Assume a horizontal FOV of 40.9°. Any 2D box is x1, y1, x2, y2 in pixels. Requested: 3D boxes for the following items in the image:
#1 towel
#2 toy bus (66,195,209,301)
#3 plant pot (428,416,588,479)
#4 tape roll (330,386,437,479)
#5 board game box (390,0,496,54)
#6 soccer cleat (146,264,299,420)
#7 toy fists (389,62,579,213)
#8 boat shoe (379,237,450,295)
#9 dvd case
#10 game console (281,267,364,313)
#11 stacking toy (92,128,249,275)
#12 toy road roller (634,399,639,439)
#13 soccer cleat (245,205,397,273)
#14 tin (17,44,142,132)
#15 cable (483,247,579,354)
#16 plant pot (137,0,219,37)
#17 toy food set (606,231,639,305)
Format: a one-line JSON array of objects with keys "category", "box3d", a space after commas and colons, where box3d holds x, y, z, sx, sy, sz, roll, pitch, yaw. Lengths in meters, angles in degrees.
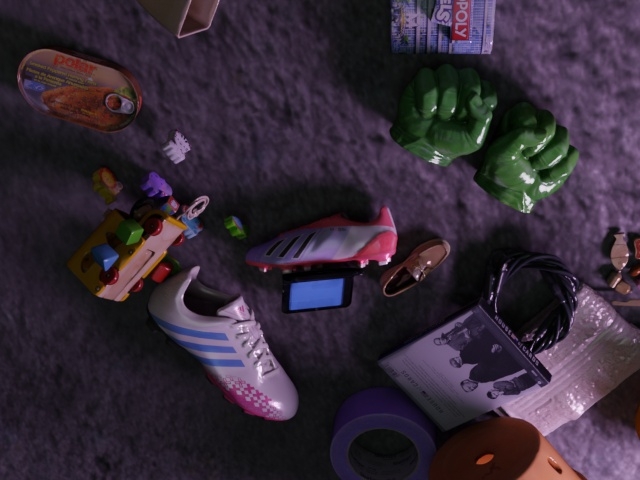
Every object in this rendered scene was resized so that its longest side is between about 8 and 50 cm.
[{"category": "towel", "box3d": [0.398, 0.210, 1.448, 0.187, 0.049, 0.282, 38, 114, -13]}, {"category": "toy bus", "box3d": [-0.296, -0.003, 1.331, 0.104, 0.202, 0.191, 42, 135, 17]}, {"category": "plant pot", "box3d": [0.312, 0.436, 1.442, 0.290, 0.291, 0.204, -23, 108, 16]}, {"category": "tape roll", "box3d": [0.113, 0.361, 1.537, 0.188, 0.080, 0.189, 2, 117, 4]}, {"category": "board game box", "box3d": [0.193, -0.349, 1.184, 0.194, 0.060, 0.194, 1, 116, 7]}, {"category": "soccer cleat", "box3d": [-0.142, 0.177, 1.450, 0.331, 0.116, 0.143, 41, 117, -13]}, {"category": "toy fists", "box3d": [0.244, -0.154, 1.257, 0.279, 0.096, 0.142, 28, 115, -6]}, {"category": "boat shoe", "box3d": [0.154, 0.048, 1.395, 0.135, 0.045, 0.050, -39, 107, 22]}, {"category": "dvd case", "box3d": [0.235, 0.213, 1.431, 0.179, 0.029, 0.238, 47, 130, -8]}, {"category": "game console", "box3d": [0.003, 0.084, 1.397, 0.122, 0.107, 0.071, -6, 92, -14]}, {"category": "stacking toy", "box3d": [-0.237, -0.057, 1.383, 0.166, 0.052, 0.221, -25, 117, 25]}, {"category": "toy road roller", "box3d": [0.683, 0.313, 1.392, 0.329, 0.203, 0.241, 8, 129, 8]}, {"category": "soccer cleat", "box3d": [0.000, 0.000, 1.379, 0.247, 0.083, 0.095, -4, 91, 12]}, {"category": "tin", "box3d": [-0.367, -0.234, 1.317, 0.189, 0.040, 0.106, 18, 121, -3]}, {"category": "cable", "box3d": [0.336, 0.104, 1.384, 0.150, 0.047, 0.185, 6, 105, 17]}, {"category": "plant pot", "box3d": [-0.200, -0.360, 1.202, 0.096, 0.109, 0.109, 28, 116, 6]}, {"category": "toy food set", "box3d": [0.498, 0.044, 1.372, 0.077, 0.019, 0.122, 2, 109, 5]}]
